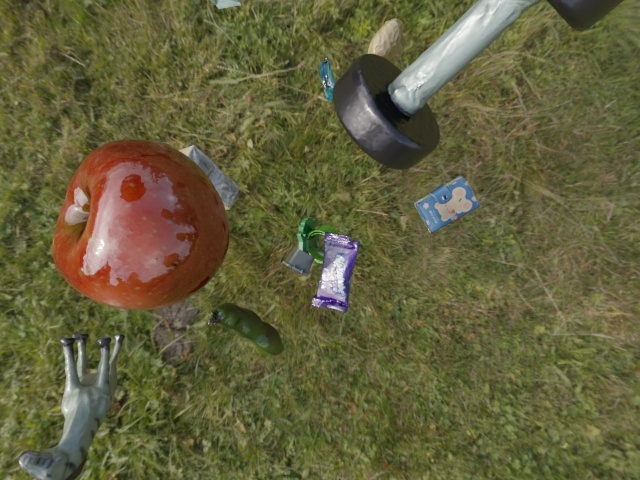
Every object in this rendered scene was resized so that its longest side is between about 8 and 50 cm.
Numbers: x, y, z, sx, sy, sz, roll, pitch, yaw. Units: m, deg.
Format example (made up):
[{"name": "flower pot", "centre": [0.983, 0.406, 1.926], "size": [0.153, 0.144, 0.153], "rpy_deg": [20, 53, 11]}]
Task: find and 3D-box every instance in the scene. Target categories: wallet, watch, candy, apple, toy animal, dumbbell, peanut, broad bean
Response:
[{"name": "wallet", "centre": [0.456, -0.132, 1.589], "size": [0.202, 0.059, 0.141], "rpy_deg": [-31, 99, 9]}, {"name": "watch", "centre": [0.000, 0.000, 1.644], "size": [0.152, 0.131, 0.165], "rpy_deg": [13, 112, 30]}, {"name": "candy", "centre": [0.051, 0.113, 1.503], "size": [0.145, 0.070, 0.275], "rpy_deg": [14, 98, 30]}, {"name": "apple", "centre": [-0.267, -0.015, 0.669], "size": [0.217, 0.260, 0.260], "rpy_deg": [22, 90, -47]}, {"name": "toy animal", "centre": [-0.311, 0.213, 0.578], "size": [0.074, 0.217, 0.175], "rpy_deg": [6, 82, -15]}, {"name": "dumbbell", "centre": [0.102, -0.143, 0.321], "size": [0.100, 0.100, 0.191], "rpy_deg": [49, 131, -3]}, {"name": "peanut", "centre": [0.265, -0.764, 1.750], "size": [0.110, 0.233, 0.196], "rpy_deg": [34, 94, 22]}, {"name": "broad bean", "centre": [-0.132, 0.162, 0.813], "size": [0.047, 0.254, 0.065], "rpy_deg": [-25, 55, 12]}]

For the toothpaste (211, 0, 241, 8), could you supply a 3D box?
[{"name": "toothpaste", "centre": [-0.265, -0.536, 0.803], "size": [0.075, 0.297, 0.048], "rpy_deg": [15, 82, 35]}]

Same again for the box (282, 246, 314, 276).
[{"name": "box", "centre": [-0.069, 0.068, 1.449], "size": [0.084, 0.122, 0.069], "rpy_deg": [31, 86, -12]}]

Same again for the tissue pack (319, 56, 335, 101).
[{"name": "tissue pack", "centre": [0.024, -0.595, 1.622], "size": [0.028, 0.085, 0.137], "rpy_deg": [-14, 92, -23]}]

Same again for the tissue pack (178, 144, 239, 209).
[{"name": "tissue pack", "centre": [-0.348, -0.150, 1.158], "size": [0.186, 0.222, 0.090], "rpy_deg": [44, 53, -38]}]
